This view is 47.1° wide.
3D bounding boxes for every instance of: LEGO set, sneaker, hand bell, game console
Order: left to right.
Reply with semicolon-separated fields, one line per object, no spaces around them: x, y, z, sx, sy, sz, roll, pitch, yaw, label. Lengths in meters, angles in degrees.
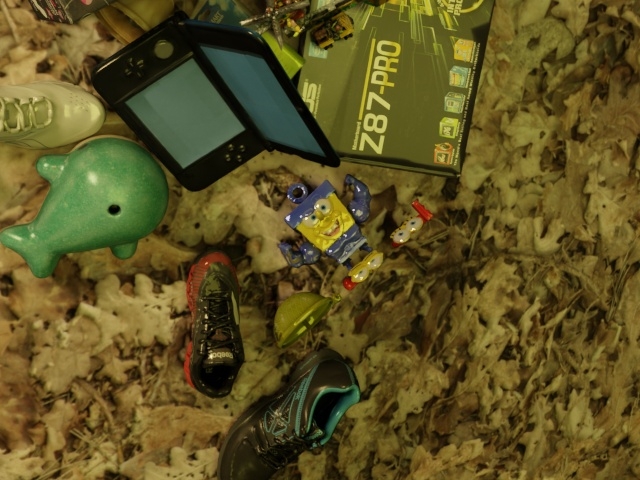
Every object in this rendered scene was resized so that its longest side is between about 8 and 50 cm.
-0.465;-0.181;1.074;0.297;0.129;0.111;-5;104;-23;sneaker
-0.231;-0.414;1.140;0.126;0.126;0.242;40;74;-27;hand bell
-0.182;0.153;1.285;0.097;0.135;0.276;0;103;-21;sneaker
-0.153;-0.179;1.109;0.250;0.173;0.293;-32;137;4;game console
-0.064;0.358;1.389;0.125;0.139;0.341;42;88;-28;sneaker
-0.032;-0.457;1.074;0.255;0.192;0.331;-17;95;8;LEGO set

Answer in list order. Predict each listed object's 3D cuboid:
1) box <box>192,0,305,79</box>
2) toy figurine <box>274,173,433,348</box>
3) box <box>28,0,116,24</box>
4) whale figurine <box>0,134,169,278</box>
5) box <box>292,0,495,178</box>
-0.126;-0.308;1.190;0.178;0.042;0.109;41;111;-10;box
0.000;0.000;1.347;0.362;0.191;0.217;-42;86;1;toy figurine
-0.284;-0.414;0.974;0.247;0.142;0.163;-36;125;-22;box
-0.365;-0.041;1.147;0.272;0.141;0.216;-35;119;-2;whale figurine
0.121;-0.325;1.270;0.318;0.097;0.395;9;101;-9;box
